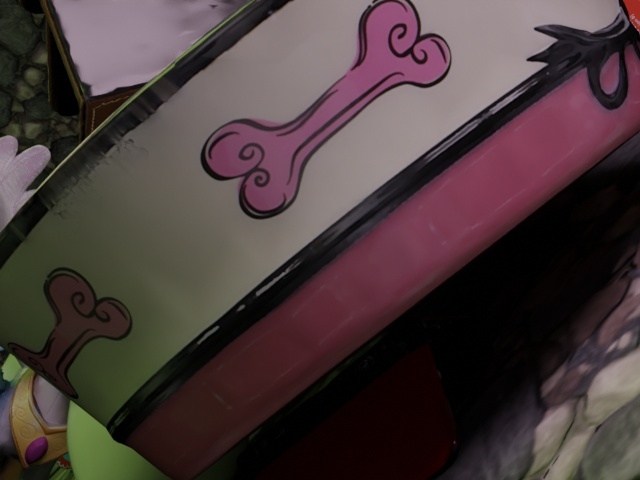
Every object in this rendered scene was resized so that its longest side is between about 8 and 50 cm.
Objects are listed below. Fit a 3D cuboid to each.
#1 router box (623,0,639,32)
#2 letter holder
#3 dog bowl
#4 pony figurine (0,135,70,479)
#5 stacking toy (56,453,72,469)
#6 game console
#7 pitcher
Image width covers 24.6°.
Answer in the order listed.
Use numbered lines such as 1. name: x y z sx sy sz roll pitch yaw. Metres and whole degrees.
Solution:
1. router box: 0.229 -0.225 1.183 0.301 0.082 0.335 -46 10 -4
2. letter holder: -0.052 -0.152 1.067 0.301 0.152 0.214 -18 -19 -16
3. dog bowl: 0.012 -0.024 0.819 0.408 0.150 0.408 -38 -4 -3
4. pony figurine: -0.231 0.115 1.285 0.363 0.302 0.351 -55 17 21
5. stacking toy: -0.237 0.186 1.555 0.221 0.052 0.167 -47 8 0
6. game console: 0.031 0.115 0.817 0.144 0.085 0.124 -40 -20 24
7. pitcher: -0.128 0.080 1.021 0.125 0.177 0.207 -35 41 53
